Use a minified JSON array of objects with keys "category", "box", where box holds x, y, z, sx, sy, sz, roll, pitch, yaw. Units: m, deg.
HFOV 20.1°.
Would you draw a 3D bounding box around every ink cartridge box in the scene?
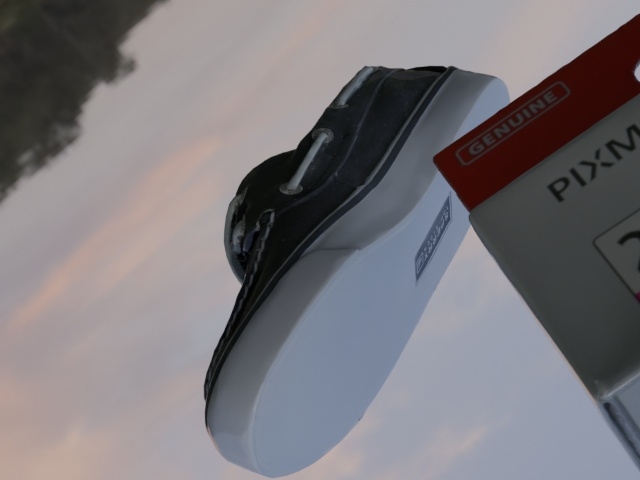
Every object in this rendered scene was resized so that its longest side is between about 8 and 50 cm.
[{"category":"ink cartridge box","box":[0.181,-0.068,0.697,0.275,0.060,0.239,-35,-143,4]}]

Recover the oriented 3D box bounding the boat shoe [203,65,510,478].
[{"category":"boat shoe","box":[0.000,0.000,0.921,0.102,0.108,0.301,14,-136,21]}]
